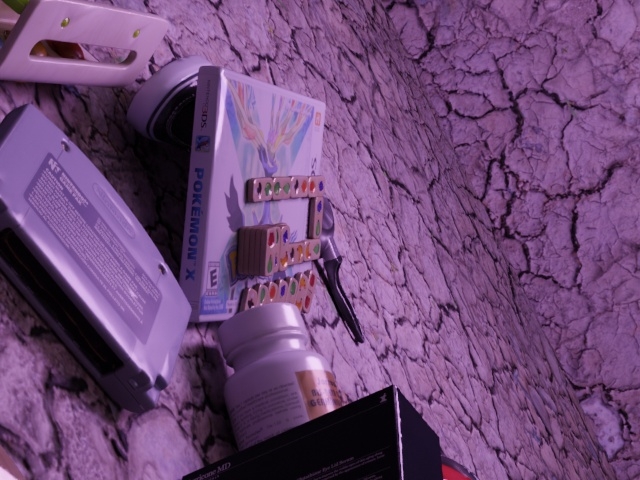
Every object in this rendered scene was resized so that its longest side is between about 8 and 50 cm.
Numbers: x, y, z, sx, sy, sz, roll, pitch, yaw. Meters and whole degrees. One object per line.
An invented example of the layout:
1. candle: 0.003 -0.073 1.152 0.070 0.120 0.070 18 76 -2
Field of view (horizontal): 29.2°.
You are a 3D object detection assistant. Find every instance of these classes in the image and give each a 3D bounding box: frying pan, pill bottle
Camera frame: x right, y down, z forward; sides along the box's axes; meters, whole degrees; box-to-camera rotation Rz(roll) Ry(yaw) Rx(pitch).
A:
1. frying pan: -0.014 -0.007 1.880 0.197 0.053 0.326 22 42 -61
2. pill bottle: -0.041 0.196 1.424 0.131 0.131 0.229 25 42 -60

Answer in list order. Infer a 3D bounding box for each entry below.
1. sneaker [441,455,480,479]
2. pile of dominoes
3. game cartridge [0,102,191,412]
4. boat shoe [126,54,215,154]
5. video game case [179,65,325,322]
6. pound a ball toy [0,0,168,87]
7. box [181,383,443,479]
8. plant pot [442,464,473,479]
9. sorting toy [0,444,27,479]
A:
1. sneaker: 0.192 0.435 1.767 0.130 0.109 0.286 33 33 -44
2. pile of dominoes: -0.035 0.015 1.593 0.251 0.040 0.196 -10 104 -67
3. game cartridge: -0.244 0.013 1.260 0.297 0.062 0.198 55 17 -23
4. boat shoe: -0.131 -0.156 1.610 0.119 0.121 0.335 42 14 14
5. video game case: -0.080 -0.050 1.569 0.329 0.036 0.300 4 92 -67
6. pound a ball toy: -0.318 -0.255 1.341 0.208 0.136 0.319 41 16 12
7. box: -0.012 0.280 1.200 0.103 0.261 0.184 50 24 -34
8. plant pot: 0.120 0.365 1.551 0.174 0.191 0.191 42 27 -26
9. sorting toy: -0.279 0.248 0.823 0.257 0.089 0.255 59 20 -15
